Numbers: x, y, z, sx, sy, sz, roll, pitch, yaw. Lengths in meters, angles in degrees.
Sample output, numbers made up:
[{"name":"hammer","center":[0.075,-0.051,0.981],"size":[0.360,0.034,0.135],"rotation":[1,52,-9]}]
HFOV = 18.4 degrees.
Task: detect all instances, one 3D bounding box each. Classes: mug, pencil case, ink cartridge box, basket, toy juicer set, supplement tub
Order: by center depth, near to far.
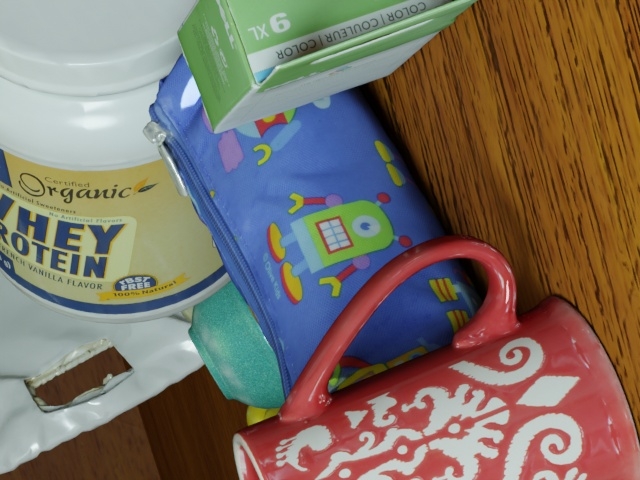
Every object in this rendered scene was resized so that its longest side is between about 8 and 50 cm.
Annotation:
[{"name":"mug","center":[0.046,0.091,0.941],"size":[0.113,0.169,0.150],"rotation":[101,148,-69]},{"name":"ink cartridge box","center":[-0.001,-0.112,0.992],"size":[0.209,0.109,0.062],"rotation":[155,96,-78]},{"name":"pencil case","center":[0.000,0.000,1.109],"size":[0.119,0.133,0.306],"rotation":[92,156,-50]},{"name":"supplement tub","center":[-0.151,-0.107,1.397],"size":[0.316,0.228,0.228],"rotation":[90,158,-58]},{"name":"toy juicer set","center":[-0.048,0.089,1.611],"size":[0.329,0.089,0.209],"rotation":[58,177,22]},{"name":"basket","center":[-0.277,-0.020,1.763],"size":[0.266,0.328,0.331],"rotation":[44,154,40]}]
